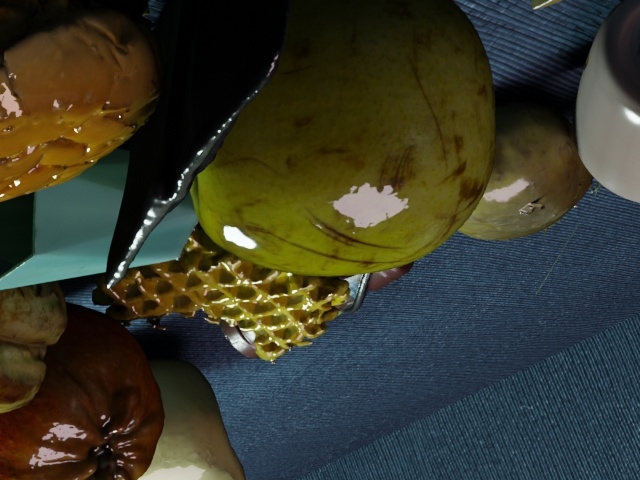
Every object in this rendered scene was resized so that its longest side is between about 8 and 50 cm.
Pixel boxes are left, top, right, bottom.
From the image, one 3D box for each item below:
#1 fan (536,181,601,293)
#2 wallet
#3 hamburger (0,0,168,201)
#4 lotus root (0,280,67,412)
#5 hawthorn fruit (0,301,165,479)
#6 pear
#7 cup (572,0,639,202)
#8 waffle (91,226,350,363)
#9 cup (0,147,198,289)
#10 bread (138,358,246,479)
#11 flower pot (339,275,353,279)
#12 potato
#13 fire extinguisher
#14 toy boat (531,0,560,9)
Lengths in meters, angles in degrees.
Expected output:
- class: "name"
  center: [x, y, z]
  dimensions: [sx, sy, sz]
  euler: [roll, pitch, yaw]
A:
- class: "fan"
  center: [0.337, -0.076, 1.788]
  dimensions: [0.329, 0.009, 0.191]
  euler: [-59, 176, -1]
- class: "wallet"
  center: [-0.083, -0.136, 1.069]
  dimensions: [0.041, 0.247, 0.323]
  euler: [19, 145, -20]
- class: "hamburger"
  center: [-0.221, -0.118, 1.048]
  dimensions: [0.244, 0.163, 0.244]
  euler: [-22, 163, -7]
- class: "lotus root"
  center: [-0.369, 0.077, 1.470]
  dimensions: [0.193, 0.193, 0.291]
  euler: [-29, 157, 25]
- class: "hawthorn fruit"
  center: [-0.313, 0.192, 1.716]
  dimensions: [0.258, 0.261, 0.258]
  euler: [22, 90, -77]
- class: "pear"
  center: [0.009, -0.098, 1.237]
  dimensions: [0.283, 0.284, 0.283]
  euler: [-19, 163, -6]
- class: "cup"
  center: [0.390, -0.183, 1.599]
  dimensions: [0.253, 0.191, 0.200]
  euler: [-49, 164, -11]
- class: "waffle"
  center: [-0.109, 0.062, 1.738]
  dimensions: [0.293, 0.069, 0.260]
  euler: [13, 151, -21]
- class: "cup"
  center: [-0.223, -0.034, 1.390]
  dimensions: [0.148, 0.134, 0.235]
  euler: [-29, 166, 34]
- class: "bread"
  center: [-0.315, 0.319, 2.153]
  dimensions: [0.376, 0.253, 0.348]
  euler: [-21, 159, -7]
- class: "flower pot"
  center: [0.000, 0.000, 1.816]
  dimensions: [0.111, 0.111, 0.089]
  euler: [-12, 174, -29]
- class: "potato"
  center: [0.230, -0.074, 1.782]
  dimensions: [0.191, 0.141, 0.296]
  euler: [-27, 165, 19]
- class: "fire extinguisher"
  center: [0.026, 0.045, 1.979]
  dimensions: [0.341, 0.105, 0.141]
  euler: [-30, 176, 30]
- class: "toy boat"
  center: [0.220, -0.286, 1.182]
  dimensions: [0.115, 0.089, 0.310]
  euler: [-14, 163, -15]
